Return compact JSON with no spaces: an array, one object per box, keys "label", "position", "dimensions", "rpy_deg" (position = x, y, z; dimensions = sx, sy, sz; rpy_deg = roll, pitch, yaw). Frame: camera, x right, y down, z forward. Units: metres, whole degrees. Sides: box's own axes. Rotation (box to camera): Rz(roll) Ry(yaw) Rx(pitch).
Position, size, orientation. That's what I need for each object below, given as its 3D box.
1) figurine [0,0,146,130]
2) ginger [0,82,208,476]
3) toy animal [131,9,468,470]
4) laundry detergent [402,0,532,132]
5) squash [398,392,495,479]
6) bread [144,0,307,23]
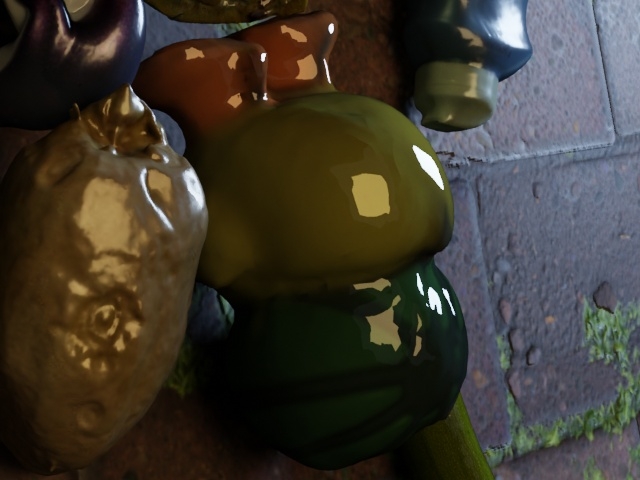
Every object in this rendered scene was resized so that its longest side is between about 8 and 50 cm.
[{"label":"figurine","position":[-0.178,-0.174,1.243],"dimensions":[0.145,0.145,0.222],"rpy_deg":[24,64,-43]},{"label":"ginger","position":[-0.152,0.035,1.191],"dimensions":[0.138,0.152,0.267],"rpy_deg":[8,115,-33]},{"label":"toy animal","position":[0.003,0.001,1.362],"dimensions":[0.216,0.191,0.338],"rpy_deg":[-27,102,-48]},{"label":"laundry detergent","position":[0.128,-0.225,1.631],"dimensions":[0.143,0.094,0.290],"rpy_deg":[25,67,-46]},{"label":"squash","position":[0.097,0.164,1.532],"dimensions":[0.069,0.069,0.258],"rpy_deg":[-35,108,-46]},{"label":"bread","position":[-0.066,-0.211,1.319],"dimensions":[0.156,0.064,0.117],"rpy_deg":[-6,120,-21]}]
